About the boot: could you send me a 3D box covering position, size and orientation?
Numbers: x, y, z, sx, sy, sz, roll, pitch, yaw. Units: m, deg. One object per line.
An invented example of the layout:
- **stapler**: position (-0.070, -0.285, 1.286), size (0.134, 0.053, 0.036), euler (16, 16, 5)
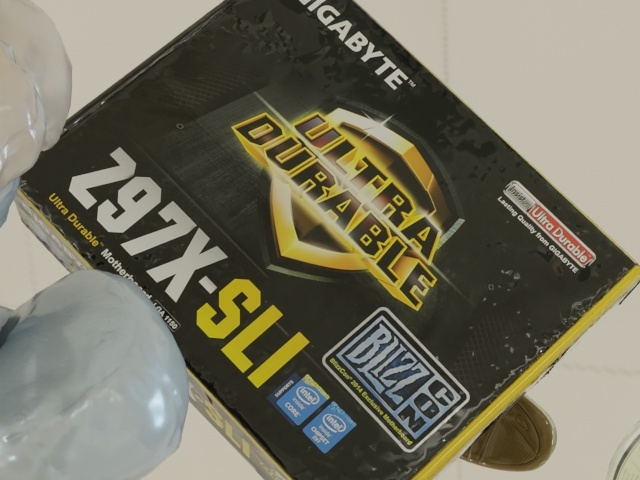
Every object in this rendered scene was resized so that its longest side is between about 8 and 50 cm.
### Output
- **boot**: position (0.132, 0.141, 1.252), size (0.213, 0.165, 0.077), euler (19, 92, 31)

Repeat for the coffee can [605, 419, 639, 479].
- **coffee can**: position (0.439, 0.305, 1.436), size (0.201, 0.275, 0.201), euler (-10, 124, -15)

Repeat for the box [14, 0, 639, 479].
- **box**: position (0.000, 0.000, 0.912), size (0.322, 0.257, 0.079), euler (45, 163, 14)

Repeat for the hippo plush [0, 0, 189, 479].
- **hippo plush**: position (-0.197, 0.054, 0.642), size (0.294, 0.234, 0.236), euler (-18, 113, 26)
